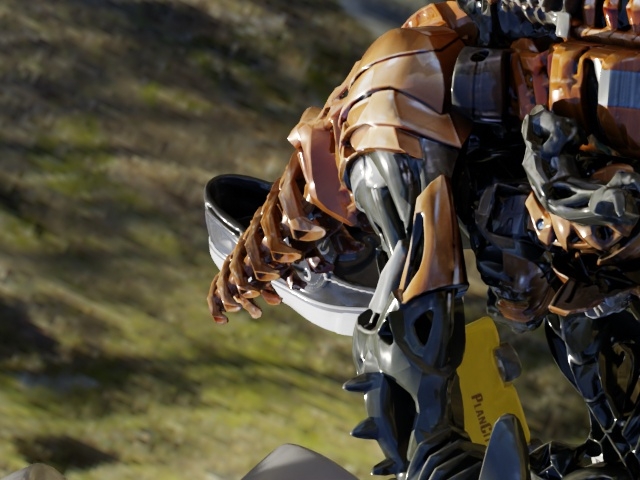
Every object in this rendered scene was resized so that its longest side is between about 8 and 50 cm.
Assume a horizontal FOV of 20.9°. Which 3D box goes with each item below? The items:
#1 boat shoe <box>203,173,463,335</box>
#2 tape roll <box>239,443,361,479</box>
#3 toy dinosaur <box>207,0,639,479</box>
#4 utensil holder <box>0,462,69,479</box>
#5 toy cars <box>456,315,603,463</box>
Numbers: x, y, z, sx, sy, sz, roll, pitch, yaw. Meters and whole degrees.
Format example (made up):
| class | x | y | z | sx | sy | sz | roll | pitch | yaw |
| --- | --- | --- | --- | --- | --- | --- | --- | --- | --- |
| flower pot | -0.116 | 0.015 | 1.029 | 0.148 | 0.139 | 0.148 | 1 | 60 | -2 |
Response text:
| class | x | y | z | sx | sy | sz | roll | pitch | yaw |
| --- | --- | --- | --- | --- | --- | --- | --- | --- | --- |
| boat shoe | 0.000 | 0.000 | 1.186 | 0.228 | 0.080 | 0.076 | 22 | 140 | 47 |
| tape roll | 0.025 | 0.220 | 0.995 | 0.219 | 0.072 | 0.219 | 41 | 160 | 18 |
| toy dinosaur | 0.074 | -0.008 | 0.564 | 0.164 | 0.218 | 0.322 | -9 | 174 | -18 |
| utensil holder | -0.235 | 0.332 | 0.853 | 0.327 | 0.385 | 0.327 | 61 | 177 | 6 |
| toy cars | 0.218 | 0.205 | 1.567 | 0.394 | 0.176 | 0.087 | 28 | 180 | -19 |
